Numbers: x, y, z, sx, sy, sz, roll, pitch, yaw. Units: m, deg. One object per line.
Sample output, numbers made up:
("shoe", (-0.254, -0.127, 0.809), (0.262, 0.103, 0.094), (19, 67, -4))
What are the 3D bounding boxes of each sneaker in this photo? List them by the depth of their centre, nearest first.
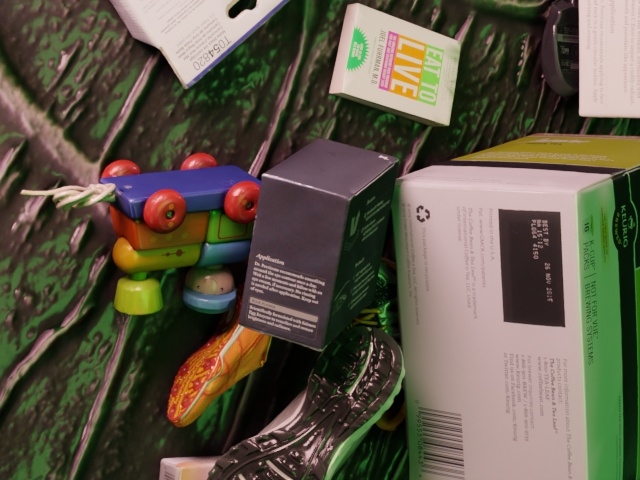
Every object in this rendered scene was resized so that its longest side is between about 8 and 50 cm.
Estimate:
("sneaker", (-0.013, 0.206, 1.607), (0.100, 0.108, 0.271), (42, 85, 13))
("sneaker", (-0.087, 0.119, 1.613), (0.067, 0.064, 0.175), (47, 70, -28))
("sneaker", (0.065, 0.105, 1.697), (0.083, 0.084, 0.215), (-50, 125, -45))

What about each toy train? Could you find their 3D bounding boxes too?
("toy train", (-0.174, 0.006, 1.520), (0.248, 0.105, 0.143), (-8, 115, -35))

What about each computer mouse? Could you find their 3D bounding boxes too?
("computer mouse", (0.272, -0.282, 1.833), (0.071, 0.041, 0.242), (1, 90, -45))

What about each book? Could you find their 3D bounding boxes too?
("book", (0.080, -0.184, 1.711), (0.144, 0.035, 0.096), (14, 85, -35))

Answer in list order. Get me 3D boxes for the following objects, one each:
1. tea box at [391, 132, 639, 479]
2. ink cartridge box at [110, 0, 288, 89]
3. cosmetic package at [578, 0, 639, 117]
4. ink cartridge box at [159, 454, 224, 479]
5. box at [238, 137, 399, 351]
("tea box", (0.255, 0.072, 1.708), (0.323, 0.220, 0.329), (-18, 108, -51))
("ink cartridge box", (-0.118, -0.297, 1.537), (0.223, 0.045, 0.224), (-44, 120, -22))
("cosmetic package", (0.401, -0.217, 1.815), (0.151, 0.183, 0.151), (-18, 110, -57))
("ink cartridge box", (-0.085, 0.293, 1.656), (0.179, 0.045, 0.145), (2, 97, -34))
("box", (0.000, 0.000, 1.566), (0.156, 0.093, 0.158), (-39, 143, -64))
